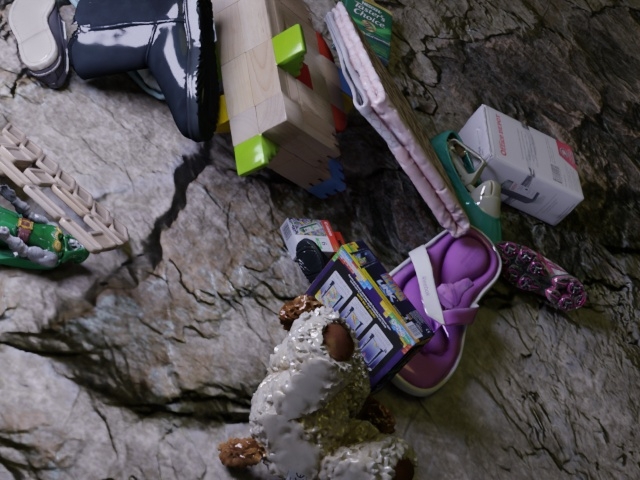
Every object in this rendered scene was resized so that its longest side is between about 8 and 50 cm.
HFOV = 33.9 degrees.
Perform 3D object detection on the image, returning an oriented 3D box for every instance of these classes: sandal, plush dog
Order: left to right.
[{"bbox_3d":[-0.004,0.197,1.313,0.262,0.210,0.225,63,21,-13],"label":"plush dog"},{"bbox_3d":[0.187,0.073,1.613,0.169,0.102,0.416,38,38,-1],"label":"sandal"}]

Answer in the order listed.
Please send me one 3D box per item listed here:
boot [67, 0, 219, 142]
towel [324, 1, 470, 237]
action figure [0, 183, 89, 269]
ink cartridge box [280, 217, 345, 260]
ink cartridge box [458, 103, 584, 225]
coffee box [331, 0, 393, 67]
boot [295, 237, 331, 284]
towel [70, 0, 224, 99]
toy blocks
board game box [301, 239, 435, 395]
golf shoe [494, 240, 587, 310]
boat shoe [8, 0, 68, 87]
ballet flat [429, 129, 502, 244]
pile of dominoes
[{"bbox_3d":[-0.258,-0.251,1.525,0.094,0.207,0.247,31,54,-73],"label":"boot"},{"bbox_3d":[0.122,-0.198,1.721,0.317,0.053,0.332,51,15,-37],"label":"towel"},{"bbox_3d":[-0.392,-0.018,1.280,0.232,0.063,0.137,21,38,-27],"label":"action figure"},{"bbox_3d":[0.000,0.000,1.595,0.115,0.029,0.063,3,51,-36],"label":"ink cartridge box"},{"bbox_3d":[0.376,-0.143,1.988,0.217,0.092,0.159,24,40,-21],"label":"ink cartridge box"},{"bbox_3d":[0.084,-0.415,2.065,0.113,0.040,0.184,27,40,-15],"label":"coffee box"},{"bbox_3d":[0.025,0.038,1.551,0.099,0.045,0.121,-31,92,-44],"label":"boot"},{"bbox_3d":[-0.246,-0.395,1.744,0.320,0.090,0.374,-23,68,-47],"label":"towel"},{"bbox_3d":[-0.040,-0.240,1.643,0.261,0.190,0.382,28,45,-52],"label":"toy blocks"},{"bbox_3d":[0.058,0.108,1.443,0.048,0.141,0.170,-18,64,-45],"label":"board game box"},{"bbox_3d":[0.371,0.057,1.819,0.186,0.067,0.086,32,12,-8],"label":"golf shoe"},{"bbox_3d":[-0.413,-0.305,1.561,0.065,0.075,0.206,63,5,-49],"label":"boat shoe"},{"bbox_3d":[0.267,-0.098,1.858,0.083,0.087,0.247,0,53,-47],"label":"ballet flat"},{"bbox_3d":[-0.355,-0.062,1.331,0.251,0.040,0.196,42,6,4],"label":"pile of dominoes"}]
